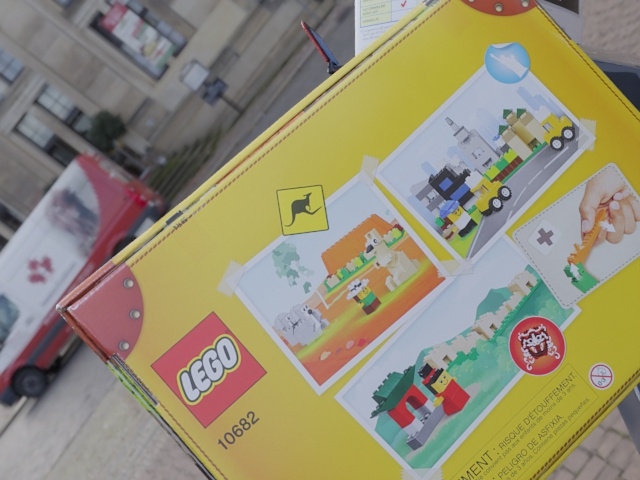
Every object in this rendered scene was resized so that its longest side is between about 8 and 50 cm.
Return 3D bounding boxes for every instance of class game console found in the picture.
[{"bbox_3d":[0.045,-0.287,1.485,0.144,0.124,0.085,-12,-81,-79],"label":"game console"}]

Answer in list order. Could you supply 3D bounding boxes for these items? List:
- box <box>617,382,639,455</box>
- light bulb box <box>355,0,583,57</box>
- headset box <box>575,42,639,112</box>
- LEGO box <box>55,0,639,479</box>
[{"bbox_3d":[0.573,0.135,1.493,0.294,0.183,0.296,-17,53,2],"label":"box"},{"bbox_3d":[0.262,-0.375,1.743,0.357,0.225,0.361,0,91,39],"label":"light bulb box"},{"bbox_3d":[0.335,-0.181,1.258,0.283,0.246,0.131,-15,-61,-55],"label":"headset box"},{"bbox_3d":[0.081,0.045,0.897,0.500,0.372,0.193,-41,-2,-13],"label":"LEGO box"}]
